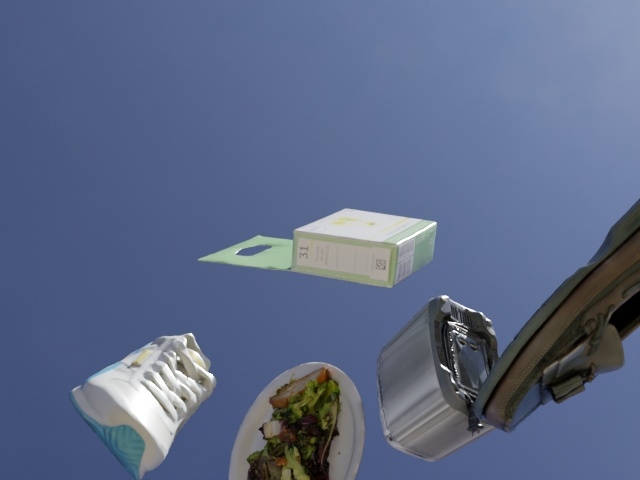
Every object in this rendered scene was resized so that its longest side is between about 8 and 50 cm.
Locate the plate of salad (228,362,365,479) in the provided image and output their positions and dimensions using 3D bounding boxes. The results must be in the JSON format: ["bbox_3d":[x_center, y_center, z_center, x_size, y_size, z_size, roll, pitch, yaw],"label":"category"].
[{"bbox_3d":[-0.035,0.221,1.007,0.048,0.200,0.200,33,-103,-38],"label":"plate of salad"}]

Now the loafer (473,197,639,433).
[{"bbox_3d":[0.239,0.064,0.793,0.084,0.096,0.267,37,-105,24],"label":"loafer"}]

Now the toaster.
[{"bbox_3d":[0.163,0.199,1.293,0.129,0.146,0.227,25,-140,-27],"label":"toaster"}]

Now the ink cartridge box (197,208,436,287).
[{"bbox_3d":[0.000,0.000,1.105,0.235,0.171,0.056,9,-77,20],"label":"ink cartridge box"}]

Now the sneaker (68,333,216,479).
[{"bbox_3d":[-0.140,0.124,0.781,0.092,0.229,0.087,-36,-83,-2],"label":"sneaker"}]
